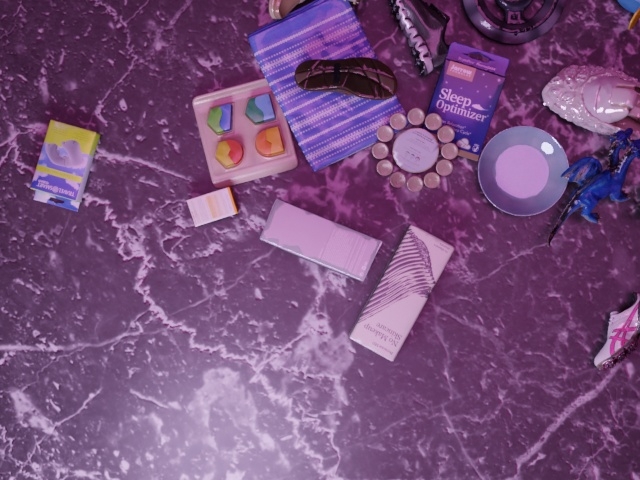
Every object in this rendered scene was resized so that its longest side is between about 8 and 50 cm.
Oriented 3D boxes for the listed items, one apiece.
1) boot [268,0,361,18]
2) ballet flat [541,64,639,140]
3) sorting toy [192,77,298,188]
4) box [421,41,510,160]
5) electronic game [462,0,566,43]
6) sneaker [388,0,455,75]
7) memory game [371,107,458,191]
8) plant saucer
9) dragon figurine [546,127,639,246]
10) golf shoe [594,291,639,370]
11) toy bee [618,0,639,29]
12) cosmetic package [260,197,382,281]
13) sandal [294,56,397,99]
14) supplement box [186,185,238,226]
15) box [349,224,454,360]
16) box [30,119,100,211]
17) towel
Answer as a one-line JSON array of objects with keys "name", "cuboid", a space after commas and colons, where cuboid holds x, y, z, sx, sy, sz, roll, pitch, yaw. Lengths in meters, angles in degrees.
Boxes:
[{"name": "boot", "cuboid": [0.003, -0.534, 1.847, 0.165, 0.077, 0.213, 28, 72, 20]}, {"name": "ballet flat", "cuboid": [0.677, -0.275, 1.834, 0.409, 0.147, 0.147, 21, 89, 3]}, {"name": "sorting toy", "cuboid": [-0.165, -0.235, 1.898, 0.193, 0.038, 0.208, -15, 88, 1]}, {"name": "box", "cuboid": [0.306, -0.296, 1.863, 0.137, 0.036, 0.225, 17, 103, 2]}, {"name": "electronic game", "cuboid": [0.419, -0.541, 1.887, 0.229, 0.048, 0.229, 0, 96, -1]}, {"name": "sneaker", "cuboid": [0.219, -0.479, 1.880, 0.106, 0.078, 0.234, -24, 92, -2]}, {"name": "memory game", "cuboid": [0.202, -0.194, 1.873, 0.186, 0.012, 0.186, 1, 109, 4]}, {"name": "plant saucer", "cuboid": [0.434, -0.148, 1.883, 0.195, 0.037, 0.194, 0, 88, 2]}, {"name": "dragon figurine", "cuboid": [0.562, -0.117, 1.818, 0.289, 0.085, 0.144, -32, 132, 0]}, {"name": "golf shoe", "cuboid": [0.643, 0.196, 1.863, 0.186, 0.067, 0.086, -47, 59, 2]}, {"name": "toy bee", "cuboid": [0.676, -0.537, 1.827, 0.298, 0.162, 0.195, 14, 91, 2]}, {"name": "cosmetic package", "cuboid": [0.000, 0.000, 1.846, 0.238, 0.127, 0.107, 25, 90, 0]}, {"name": "sandal", "cuboid": [0.055, -0.338, 1.850, 0.219, 0.060, 0.090, 2, 82, 11]}, {"name": "supplement box", "cuboid": [-0.233, -0.075, 1.893, 0.098, 0.036, 0.062, -17, 99, 1]}, {"name": "box", "cuboid": [0.171, 0.110, 1.854, 0.113, 0.094, 0.275, 27, 89, 2]}, {"name": "box", "cuboid": [-0.559, -0.163, 1.905, 0.109, 0.042, 0.178, 16, 88, 2]}, {"name": "towel", "cuboid": [0.018, -0.348, 1.886, 0.243, 0.040, 0.336, -26, 88, -5]}]
